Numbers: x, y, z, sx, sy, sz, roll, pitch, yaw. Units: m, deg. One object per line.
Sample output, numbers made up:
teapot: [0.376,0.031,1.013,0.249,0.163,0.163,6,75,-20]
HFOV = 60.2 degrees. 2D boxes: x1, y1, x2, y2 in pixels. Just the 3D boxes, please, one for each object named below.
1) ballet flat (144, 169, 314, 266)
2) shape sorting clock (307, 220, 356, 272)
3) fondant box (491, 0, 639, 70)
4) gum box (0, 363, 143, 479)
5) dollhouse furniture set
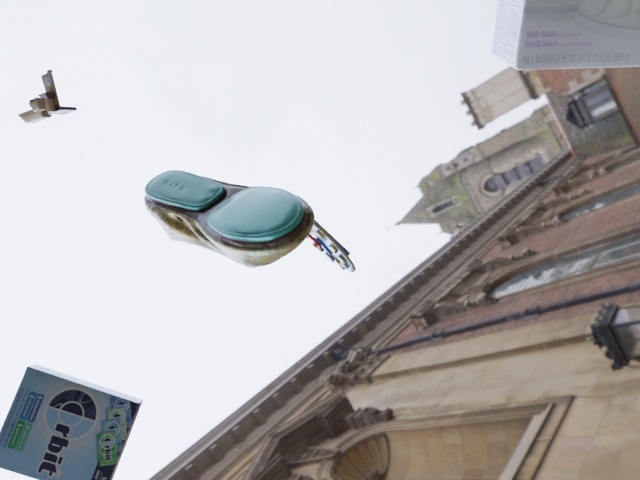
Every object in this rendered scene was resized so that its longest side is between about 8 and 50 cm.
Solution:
ballet flat: [-0.121,-0.020,0.761,0.123,0.349,0.123,-16,-66,-42]
shape sorting clock: [0.000,0.000,1.241,0.040,0.206,0.206,-46,-72,-4]
fondant box: [0.353,-0.379,0.652,0.096,0.239,0.330,-97,5,-61]
gum box: [-0.402,0.303,0.880,0.185,0.041,0.156,20,-98,-4]
dollhouse furniture set: [-0.543,-0.272,1.039,0.091,0.114,0.081,-28,-74,-65]
